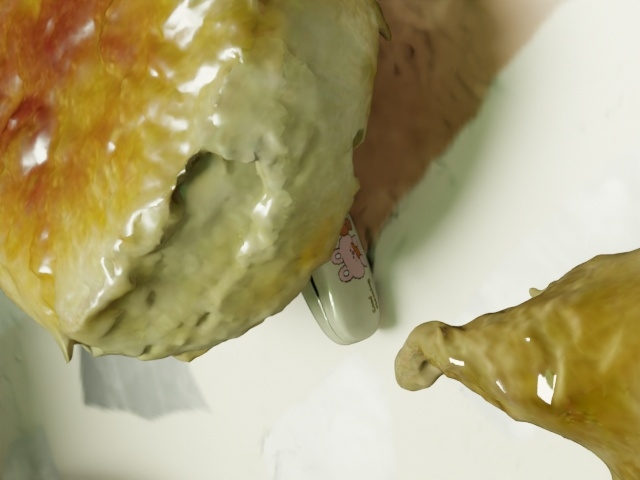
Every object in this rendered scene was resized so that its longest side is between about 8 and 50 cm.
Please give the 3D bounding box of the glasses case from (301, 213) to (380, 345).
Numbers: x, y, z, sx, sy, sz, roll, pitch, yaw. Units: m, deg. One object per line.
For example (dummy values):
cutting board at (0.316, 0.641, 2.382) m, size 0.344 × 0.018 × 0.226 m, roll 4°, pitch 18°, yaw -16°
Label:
glasses case at (0.000, 0.000, 0.534) m, size 0.021 × 0.032 × 0.083 m, roll -23°, pitch 88°, yaw 32°

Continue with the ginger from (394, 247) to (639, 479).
ginger at (0.155, 0.046, 0.400) m, size 0.270 × 0.123 × 0.218 m, roll -4°, pitch 95°, yaw 42°

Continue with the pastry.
pastry at (-0.060, -0.059, 0.502) m, size 0.182 × 0.093 × 0.192 m, roll -55°, pitch 47°, yaw 23°
